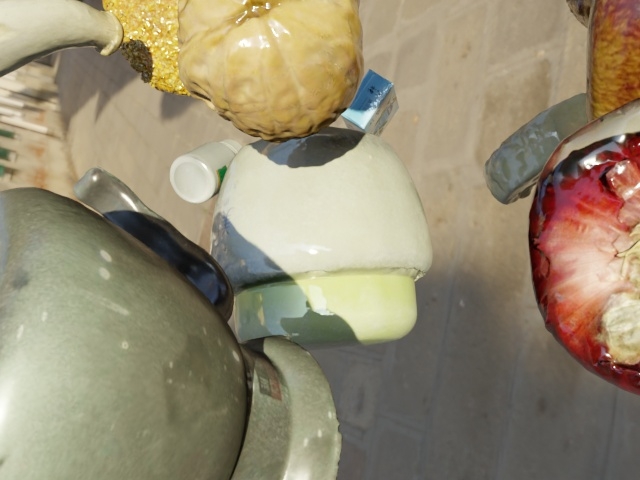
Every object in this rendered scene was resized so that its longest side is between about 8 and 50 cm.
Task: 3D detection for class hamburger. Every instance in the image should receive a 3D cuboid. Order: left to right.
[{"bbox_3d":[-0.208,-0.368,1.199,0.294,0.179,0.276,-19,99,25],"label":"hamburger"}]

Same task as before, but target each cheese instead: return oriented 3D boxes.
[{"bbox_3d":[0.514,-0.207,1.670,0.115,0.326,0.318,60,171,12],"label":"cheese"}]

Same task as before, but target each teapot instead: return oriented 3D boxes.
[{"bbox_3d":[-0.134,0.105,0.506,0.223,0.285,0.305,-57,37,3],"label":"teapot"}]

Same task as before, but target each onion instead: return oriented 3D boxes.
[{"bbox_3d":[0.322,0.008,0.674,0.272,0.195,0.272,-10,69,26],"label":"onion"}]

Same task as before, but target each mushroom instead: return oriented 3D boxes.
[{"bbox_3d":[-0.388,-0.266,0.969,0.103,0.270,0.118,66,157,14],"label":"mushroom"},{"bbox_3d":[0.374,-0.244,0.845,0.259,0.345,0.345,16,92,35],"label":"mushroom"}]

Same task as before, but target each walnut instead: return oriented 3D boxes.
[{"bbox_3d":[-0.047,-0.197,0.750,0.213,0.213,0.213,-44,38,51],"label":"walnut"}]

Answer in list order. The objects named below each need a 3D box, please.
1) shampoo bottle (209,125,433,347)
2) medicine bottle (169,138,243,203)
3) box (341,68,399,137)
[{"bbox_3d":[0.000,0.000,1.090,0.322,0.322,0.317,-24,66,61],"label":"shampoo bottle"},{"bbox_3d":[-0.174,-0.114,1.184,0.080,0.080,0.130,-62,-10,30],"label":"medicine bottle"},{"bbox_3d":[0.137,-0.354,2.026,0.142,0.083,0.232,-56,-10,0],"label":"box"}]
